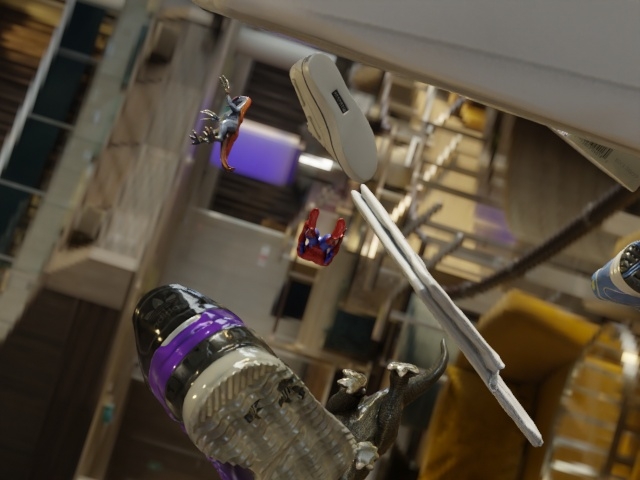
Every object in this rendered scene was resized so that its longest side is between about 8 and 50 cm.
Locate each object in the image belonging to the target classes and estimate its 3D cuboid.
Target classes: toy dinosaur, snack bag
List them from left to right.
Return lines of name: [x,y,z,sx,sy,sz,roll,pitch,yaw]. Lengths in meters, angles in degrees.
toy dinosaur: [-0.092,-0.115,1.214,0.082,0.090,0.047,-30,2,-42]
toy dinosaur: [0.035,0.215,1.334,0.313,0.121,0.160,-59,-10,-39]
snack bag: [0.180,0.104,1.685,0.037,0.342,0.323,-37,29,3]

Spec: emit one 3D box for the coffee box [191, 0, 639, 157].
coffee box: [0.153,-0.208,0.522,0.337,0.338,0.334,-125,52,-75]

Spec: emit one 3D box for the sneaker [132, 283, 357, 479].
sneaker: [-0.066,0.120,0.948,0.102,0.146,0.293,-40,-31,-12]

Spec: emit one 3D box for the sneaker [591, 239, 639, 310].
sneaker: [0.377,0.037,1.274,0.081,0.211,0.080,-33,54,58]

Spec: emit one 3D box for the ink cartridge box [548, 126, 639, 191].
ink cartridge box: [0.192,-0.075,0.867,0.029,0.063,0.115,-51,13,10]

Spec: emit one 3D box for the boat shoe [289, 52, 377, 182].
boat shoe: [0.007,-0.086,0.882,0.035,0.100,0.035,-39,17,-35]

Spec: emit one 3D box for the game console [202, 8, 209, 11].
game console: [-0.052,-0.329,0.897,0.293,0.250,0.173,-52,36,6]

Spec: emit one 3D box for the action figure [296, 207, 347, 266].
action figure: [0.000,0.000,1.063,0.115,0.038,0.030,113,175,-71]
